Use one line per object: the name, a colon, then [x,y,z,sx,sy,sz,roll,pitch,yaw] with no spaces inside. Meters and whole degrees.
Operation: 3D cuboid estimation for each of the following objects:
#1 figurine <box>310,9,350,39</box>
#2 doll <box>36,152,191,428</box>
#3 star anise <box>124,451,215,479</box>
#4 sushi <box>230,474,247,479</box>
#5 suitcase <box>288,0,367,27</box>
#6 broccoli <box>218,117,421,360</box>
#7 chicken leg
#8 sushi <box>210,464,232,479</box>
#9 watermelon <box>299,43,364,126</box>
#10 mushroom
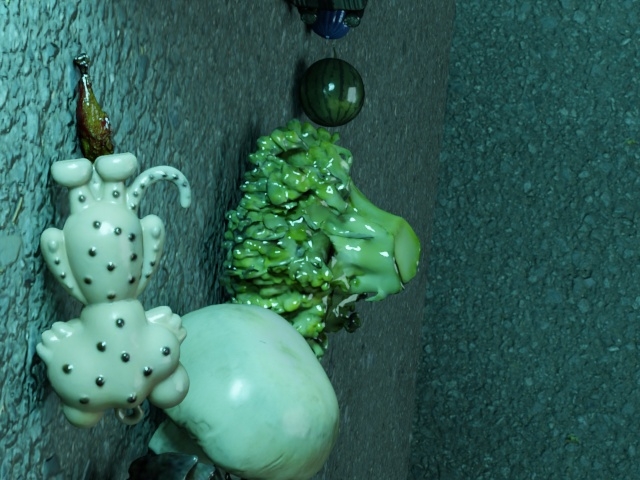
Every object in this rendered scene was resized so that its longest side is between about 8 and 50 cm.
figurine: [0.016,-0.378,2.450,0.079,0.077,0.136,-52,-159,30]
doll: [-0.206,0.050,1.535,0.119,0.154,0.278,-148,-120,-74]
star anise: [-0.212,0.332,1.727,0.223,0.109,0.236,-47,159,-56]
sushi: [-0.098,0.356,2.077,0.139,0.031,0.201,27,92,-44]
suitcase: [0.014,-0.477,2.229,0.312,0.128,0.202,75,25,-55]
broccoli: [-0.022,0.003,2.145,0.324,0.272,0.334,51,36,-11]
chicken leg: [-0.232,-0.121,1.573,0.062,0.037,0.145,-102,-175,-48]
sushi: [-0.161,0.352,1.980,0.078,0.091,0.150,82,17,-59]
watermelon: [0.018,-0.245,2.414,0.105,0.105,0.133,26,66,-76]
mushroom: [-0.109,0.211,1.889,0.234,0.254,0.260,-47,177,16]
